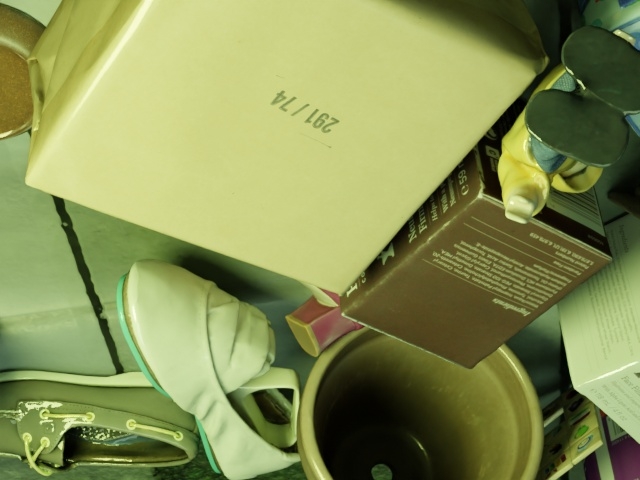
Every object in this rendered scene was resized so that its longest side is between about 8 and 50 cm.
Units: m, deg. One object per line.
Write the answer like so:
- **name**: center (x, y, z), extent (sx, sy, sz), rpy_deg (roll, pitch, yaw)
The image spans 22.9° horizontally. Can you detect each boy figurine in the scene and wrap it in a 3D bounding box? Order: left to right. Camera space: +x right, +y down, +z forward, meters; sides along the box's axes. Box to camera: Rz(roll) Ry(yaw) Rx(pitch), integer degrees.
- **boy figurine**: center (0.205, -0.088, 1.308), extent (0.092, 0.177, 0.285), rpy_deg (31, 175, 7)

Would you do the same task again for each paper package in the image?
- **paper package**: center (-0.040, -0.141, 1.313), extent (0.325, 0.168, 0.309), rpy_deg (20, 127, -27)

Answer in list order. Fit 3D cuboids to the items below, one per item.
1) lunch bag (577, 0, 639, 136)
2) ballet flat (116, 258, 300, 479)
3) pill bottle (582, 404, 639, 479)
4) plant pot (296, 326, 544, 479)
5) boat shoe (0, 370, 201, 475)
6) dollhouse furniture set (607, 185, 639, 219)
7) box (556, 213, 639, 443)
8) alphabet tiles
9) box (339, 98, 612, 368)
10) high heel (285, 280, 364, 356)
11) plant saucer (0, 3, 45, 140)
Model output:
- **lunch bag**: center (0.346, -0.190, 1.375), extent (0.219, 0.090, 0.176), rpy_deg (-25, 136, 22)
- **ballet flat**: center (-0.094, 0.134, 1.667), extent (0.139, 0.139, 0.400), rpy_deg (-12, 145, 7)
- **pill bottle**: center (0.404, 0.321, 1.793), extent (0.181, 0.323, 0.181), rpy_deg (-3, 139, -2)
- **plant pot**: center (0.090, 0.233, 1.741), extent (0.263, 0.263, 0.229), rpy_deg (3, 155, -10)
- **boat shoe**: center (-0.284, 0.210, 1.766), extent (0.305, 0.091, 0.109), rpy_deg (-2, 139, -4)
- **dollhouse furniture set**: center (0.384, -0.090, 1.543), extent (0.144, 0.123, 0.151), rpy_deg (7, 103, -14)
- **box**: center (0.342, 0.099, 1.638), extent (0.119, 0.182, 0.181), rpy_deg (-28, 134, 25)
- **alphabet tiles**: center (0.216, 0.258, 1.774), extent (0.237, 0.198, 0.009), rpy_deg (-40, 98, 14)
- **box**: center (0.137, -0.017, 1.492), extent (0.167, 0.168, 0.203), rpy_deg (24, 131, -30)
- **high heel**: center (0.000, 0.000, 1.594), extent (0.117, 0.082, 0.244), rpy_deg (-38, 124, -22)
- **plant saucer**: center (-0.310, -0.143, 1.407), extent (0.168, 0.029, 0.168), rpy_deg (-4, 139, -3)
